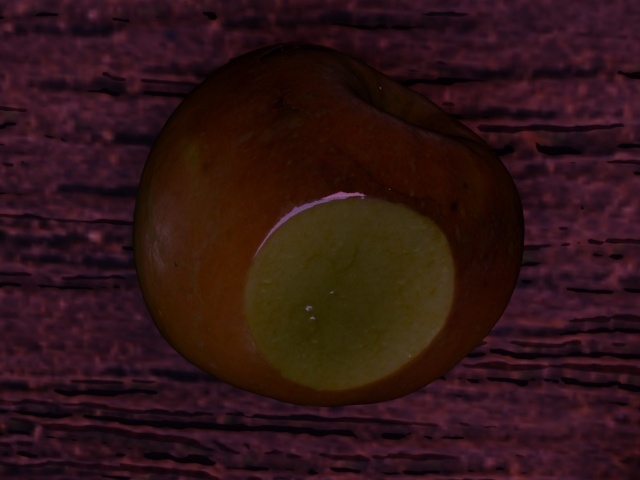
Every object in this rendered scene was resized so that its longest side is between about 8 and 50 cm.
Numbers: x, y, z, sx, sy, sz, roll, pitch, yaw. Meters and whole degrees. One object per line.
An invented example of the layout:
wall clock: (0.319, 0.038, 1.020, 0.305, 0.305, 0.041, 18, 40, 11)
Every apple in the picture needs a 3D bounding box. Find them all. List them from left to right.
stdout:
apple: (-0.002, -0.003, 0.828, 0.163, 0.146, 0.147, 23, 109, -20)
